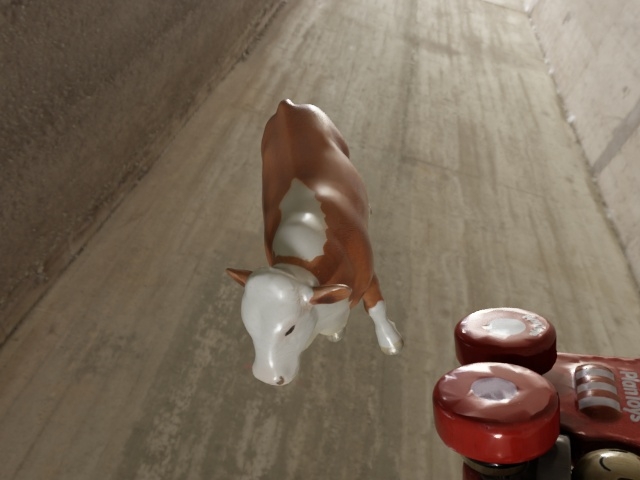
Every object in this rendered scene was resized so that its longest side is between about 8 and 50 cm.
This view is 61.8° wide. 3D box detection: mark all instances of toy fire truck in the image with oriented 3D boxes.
[{"bbox_3d":[0.244,0.181,0.476,0.302,0.254,0.169,-38,123,-62],"label":"toy fire truck"}]

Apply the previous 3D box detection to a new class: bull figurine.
[{"bbox_3d":[0.000,0.000,0.483,0.188,0.101,0.310,61,20,-44],"label":"bull figurine"}]
